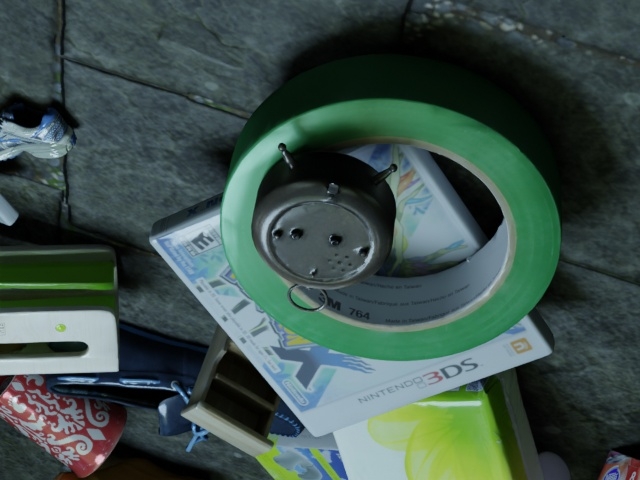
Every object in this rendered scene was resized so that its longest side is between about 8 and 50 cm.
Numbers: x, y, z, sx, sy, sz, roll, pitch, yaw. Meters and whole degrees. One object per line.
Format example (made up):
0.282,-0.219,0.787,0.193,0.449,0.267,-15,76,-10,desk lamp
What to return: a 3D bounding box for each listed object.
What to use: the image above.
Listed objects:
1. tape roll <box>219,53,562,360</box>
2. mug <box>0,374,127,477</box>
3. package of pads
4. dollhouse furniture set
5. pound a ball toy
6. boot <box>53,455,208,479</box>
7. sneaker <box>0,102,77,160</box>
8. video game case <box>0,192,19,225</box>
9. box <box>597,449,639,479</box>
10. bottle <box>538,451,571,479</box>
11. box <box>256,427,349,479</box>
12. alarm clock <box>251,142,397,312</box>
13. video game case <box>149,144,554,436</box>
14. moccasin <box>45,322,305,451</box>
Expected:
0.068,-0.025,1.567,0.321,0.077,0.321,4,130,5,tape roll
-0.376,0.239,2.272,0.169,0.113,0.150,37,142,-21,mug
0.145,0.277,1.978,0.229,0.101,0.296,-2,118,30,package of pads
-0.032,0.126,1.864,0.212,0.161,0.242,32,146,-20,dollhouse furniture set
-0.392,0.121,1.894,0.319,0.208,0.135,-2,129,-6,pound a ball toy
-0.266,0.382,2.315,0.211,0.295,0.104,11,108,7,boot
-0.327,-0.121,1.756,0.135,0.052,0.058,-3,133,20,sneaker
-0.439,-0.099,1.820,0.173,0.022,0.190,17,154,39,video game case
0.468,0.377,1.959,0.300,0.154,0.142,24,176,-8,box
0.203,0.332,2.121,0.118,0.092,0.283,34,145,-23,bottle
0.000,0.287,2.209,0.178,0.042,0.109,-1,144,30,box
0.000,0.000,1.510,0.129,0.064,0.192,10,134,-1,alarm clock
0.036,0.050,1.709,0.300,0.036,0.329,-22,123,23,video game case
-0.185,0.203,2.104,0.342,0.117,0.137,14,148,7,moccasin
